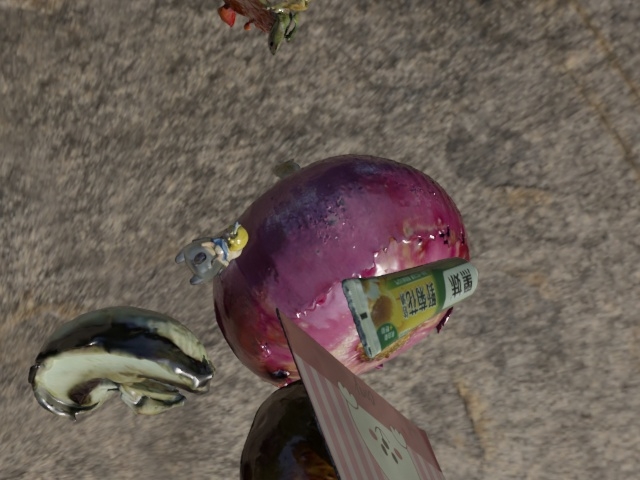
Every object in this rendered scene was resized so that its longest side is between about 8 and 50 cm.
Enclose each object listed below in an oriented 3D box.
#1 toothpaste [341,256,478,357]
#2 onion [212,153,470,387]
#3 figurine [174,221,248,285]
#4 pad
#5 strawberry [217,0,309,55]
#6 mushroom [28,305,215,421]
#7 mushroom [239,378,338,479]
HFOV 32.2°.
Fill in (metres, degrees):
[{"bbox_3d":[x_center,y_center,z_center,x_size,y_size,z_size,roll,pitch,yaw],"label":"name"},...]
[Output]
[{"bbox_3d":[0.065,0.036,0.733,0.204,0.031,0.049,-13,83,-63],"label":"toothpaste"},{"bbox_3d":[0.010,0.027,1.482,0.358,0.358,0.345,-41,82,-22],"label":"onion"},{"bbox_3d":[-0.104,0.010,1.133,0.083,0.050,0.047,-39,96,-40],"label":"figurine"},{"bbox_3d":[0.064,0.195,0.977,0.005,0.300,0.202,-33,48,11],"label":"pad"},{"bbox_3d":[-0.064,-0.240,0.711,0.106,0.175,0.236,-40,85,-13],"label":"strawberry"},{"bbox_3d":[-0.337,0.209,1.898,0.247,0.344,0.130,39,46,-34],"label":"mushroom"},{"bbox_3d":[0.014,0.259,1.080,0.253,0.153,0.253,21,67,-60],"label":"mushroom"}]
